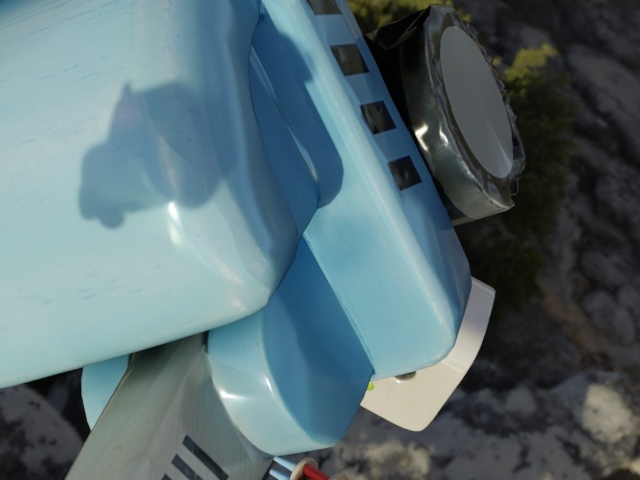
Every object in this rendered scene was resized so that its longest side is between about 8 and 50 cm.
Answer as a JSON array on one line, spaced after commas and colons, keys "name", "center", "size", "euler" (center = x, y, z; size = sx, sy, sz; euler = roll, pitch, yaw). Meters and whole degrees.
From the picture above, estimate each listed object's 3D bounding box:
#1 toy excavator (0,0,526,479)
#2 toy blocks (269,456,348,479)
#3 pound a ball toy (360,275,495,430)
[{"name": "toy excavator", "center": [-0.062, 0.049, 0.475], "size": [0.432, 0.222, 0.445], "euler": [63, 30, -20]}, {"name": "toy blocks", "center": [-0.005, 0.334, 1.432], "size": [0.148, 0.123, 0.054], "euler": [19, 15, 36]}, {"name": "pound a ball toy", "center": [0.000, 0.000, 1.063], "size": [0.319, 0.135, 0.208], "euler": [29, 34, 0]}]
